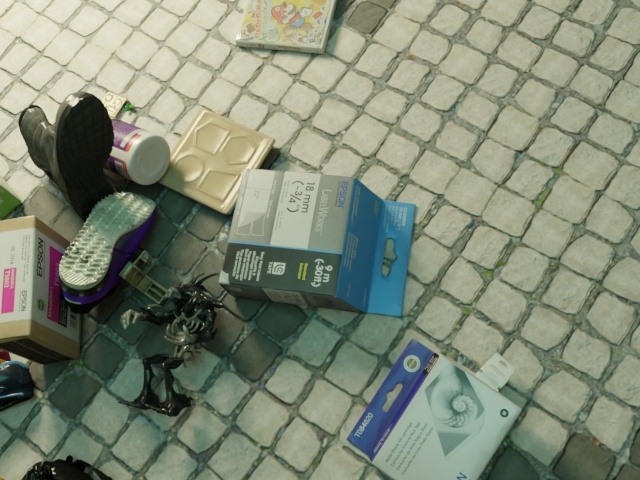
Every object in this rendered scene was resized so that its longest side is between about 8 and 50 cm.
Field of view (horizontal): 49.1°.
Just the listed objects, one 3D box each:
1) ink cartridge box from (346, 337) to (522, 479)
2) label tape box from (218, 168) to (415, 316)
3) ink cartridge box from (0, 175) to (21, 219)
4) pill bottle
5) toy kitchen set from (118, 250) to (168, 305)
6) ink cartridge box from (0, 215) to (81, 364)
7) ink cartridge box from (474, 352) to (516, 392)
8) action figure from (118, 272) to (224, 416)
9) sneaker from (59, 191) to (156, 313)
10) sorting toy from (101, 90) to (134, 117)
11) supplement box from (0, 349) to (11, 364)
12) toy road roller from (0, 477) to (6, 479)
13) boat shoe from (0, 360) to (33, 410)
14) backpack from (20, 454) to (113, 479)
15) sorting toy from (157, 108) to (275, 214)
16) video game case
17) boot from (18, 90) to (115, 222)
[{"bbox_3d":[0.188,0.313,1.188,0.224,0.045,0.223,31,86,20],"label":"ink cartridge box"},{"bbox_3d":[0.000,0.000,1.326,0.333,0.106,0.241,6,70,11],"label":"label tape box"},{"bbox_3d":[-0.812,-0.072,1.476,0.273,0.115,0.198,-44,69,-9],"label":"ink cartridge box"},{"bbox_3d":[-0.415,-0.193,1.458,0.193,0.108,0.108,23,73,30],"label":"pill bottle"},{"bbox_3d":[-0.330,0.070,1.361,0.075,0.083,0.068,31,77,19],"label":"toy kitchen set"},{"bbox_3d":[-0.533,0.098,1.323,0.088,0.193,0.235,-9,68,6],"label":"ink cartridge box"},{"bbox_3d":[0.298,0.243,1.224,0.083,0.028,0.048,-45,70,-9],"label":"ink cartridge box"},{"bbox_3d":[-0.272,0.174,1.277,0.164,0.141,0.276,1,70,37],"label":"action figure"},{"bbox_3d":[-0.421,0.027,1.378,0.102,0.146,0.293,20,42,5],"label":"sneaker"},{"bbox_3d":[-0.457,-0.298,1.565,0.083,0.012,0.062,23,69,20],"label":"sorting toy"},{"bbox_3d":[-0.692,0.183,1.375,0.104,0.081,0.188,-26,67,-1],"label":"supplement box"},{"bbox_3d":[-0.541,0.548,1.167,0.202,0.240,0.329,-42,105,-1],"label":"toy road roller"},{"bbox_3d":[-0.664,0.319,1.305,0.258,0.109,0.089,-31,71,-2],"label":"boat shoe"},{"bbox_3d":[-0.419,0.460,1.201,0.182,0.152,0.115,31,87,10],"label":"backpack"},{"bbox_3d":[-0.220,-0.165,1.467,0.208,0.038,0.193,24,74,22],"label":"sorting toy"},{"bbox_3d":[-0.068,-0.531,1.590,0.206,0.026,0.227,9,70,12],"label":"video game case"},{"bbox_3d":[-0.514,-0.198,1.367,0.222,0.338,0.118,43,53,17],"label":"boot"}]
